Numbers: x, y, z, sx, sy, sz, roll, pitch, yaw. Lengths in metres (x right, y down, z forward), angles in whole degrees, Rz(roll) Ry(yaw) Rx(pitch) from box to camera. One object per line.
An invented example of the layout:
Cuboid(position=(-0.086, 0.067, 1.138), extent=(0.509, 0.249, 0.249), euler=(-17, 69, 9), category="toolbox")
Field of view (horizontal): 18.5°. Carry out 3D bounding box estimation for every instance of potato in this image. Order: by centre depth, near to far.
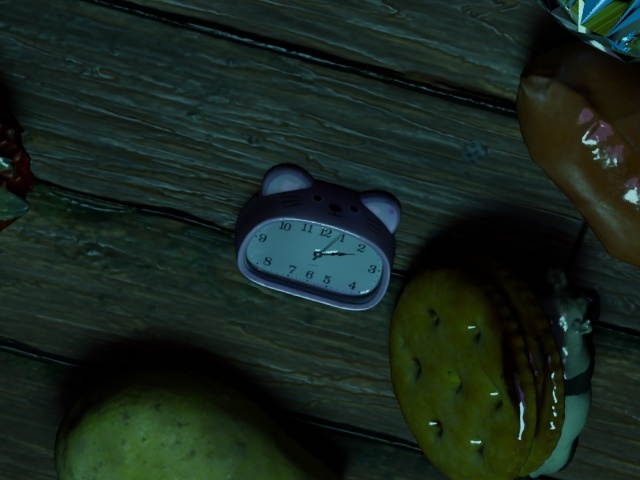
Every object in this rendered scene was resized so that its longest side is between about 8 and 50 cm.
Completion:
Cuboid(position=(-0.133, 0.236, 1.907), extent=(0.229, 0.229, 0.266), euler=(-40, 99, 25), category="potato")

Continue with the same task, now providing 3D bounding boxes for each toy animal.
Cuboid(position=(0.213, 0.120, 1.845), extent=(0.094, 0.121, 0.225), euler=(8, 124, -6), category="toy animal")

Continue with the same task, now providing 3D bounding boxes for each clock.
Cuboid(position=(0.000, 0.000, 1.814), extent=(0.153, 0.050, 0.110), euler=(16, 123, -9), category="clock")

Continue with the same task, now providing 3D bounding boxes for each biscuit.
Cuboid(position=(0.141, 0.120, 1.802), extent=(0.066, 0.220, 0.220), euler=(-15, 130, -29), category="biscuit")

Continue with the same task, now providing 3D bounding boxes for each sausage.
Cuboid(position=(0.271, -0.068, 1.710), extent=(0.133, 0.133, 0.258), euler=(-31, 115, 21), category="sausage")

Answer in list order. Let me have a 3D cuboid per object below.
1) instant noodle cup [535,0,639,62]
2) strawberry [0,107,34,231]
Cuboid(position=(0.262, -0.263, 1.534), extent=(0.240, 0.240, 0.178), euler=(25, 131, -14), category="instant noodle cup")
Cuboid(position=(-0.366, -0.060, 1.726), extent=(0.201, 0.187, 0.184), euler=(-2, 128, 52), category="strawberry")
